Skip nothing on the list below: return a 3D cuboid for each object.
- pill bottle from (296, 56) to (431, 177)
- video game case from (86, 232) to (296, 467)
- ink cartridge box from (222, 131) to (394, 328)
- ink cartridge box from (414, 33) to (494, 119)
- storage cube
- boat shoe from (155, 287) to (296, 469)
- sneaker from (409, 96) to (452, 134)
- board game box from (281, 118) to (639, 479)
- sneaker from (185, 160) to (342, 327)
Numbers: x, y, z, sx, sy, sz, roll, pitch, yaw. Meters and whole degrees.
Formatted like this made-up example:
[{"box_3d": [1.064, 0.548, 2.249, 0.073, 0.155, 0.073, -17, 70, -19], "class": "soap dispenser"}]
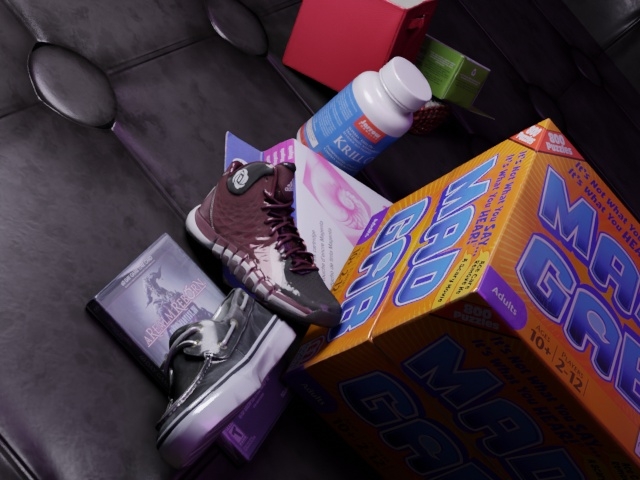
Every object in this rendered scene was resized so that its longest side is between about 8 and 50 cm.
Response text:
[{"box_3d": [0.074, -0.203, 1.922, 0.124, 0.221, 0.124, 32, 36, -27], "class": "pill bottle"}, {"box_3d": [-0.152, 0.133, 1.473, 0.274, 0.026, 0.196, 48, 31, -6], "class": "video game case"}, {"box_3d": [0.000, 0.000, 1.766, 0.330, 0.071, 0.324, 31, 37, -31], "class": "ink cartridge box"}, {"box_3d": [0.250, -0.342, 2.329, 0.189, 0.097, 0.255, 35, 15, 29], "class": "ink cartridge box"}, {"box_3d": [0.072, -0.381, 2.082, 0.215, 0.193, 0.184, 28, 28, 14], "class": "storage cube"}, {"box_3d": [-0.134, 0.154, 1.362, 0.119, 0.121, 0.335, 42, 20, -1], "class": "boat shoe"}, {"box_3d": [0.173, -0.272, 2.251, 0.225, 0.088, 0.092, 11, 46, -48], "class": "sneaker"}, {"box_3d": [0.240, 0.131, 1.569, 0.356, 0.356, 0.356, 46, 45, -15], "class": "board game box"}, {"box_3d": [-0.054, -0.016, 1.532, 0.281, 0.162, 0.106, 37, 13, 29], "class": "sneaker"}]
